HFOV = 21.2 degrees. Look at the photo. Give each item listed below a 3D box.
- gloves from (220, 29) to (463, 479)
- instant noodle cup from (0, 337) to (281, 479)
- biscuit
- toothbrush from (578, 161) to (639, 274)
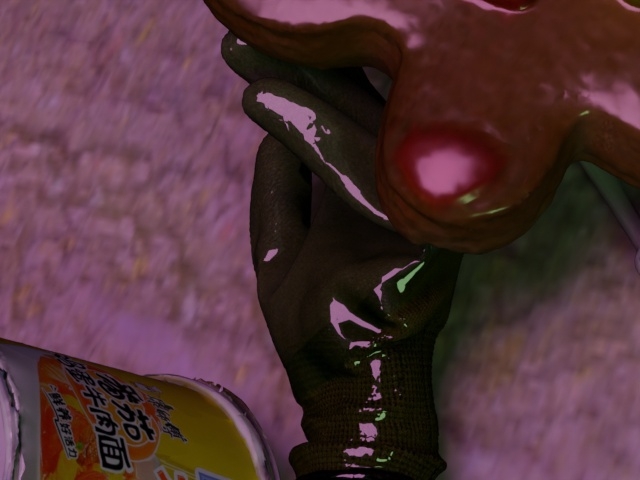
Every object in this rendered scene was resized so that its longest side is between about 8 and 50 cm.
[{"bbox_3d":[0.012,0.004,0.829,0.135,0.107,0.268,-32,65,54],"label":"gloves"},{"bbox_3d":[-0.141,0.138,0.787,0.205,0.153,0.205,-17,61,34],"label":"instant noodle cup"},{"bbox_3d":[0.127,-0.115,0.767,0.432,0.064,0.283,22,67,15],"label":"biscuit"},{"bbox_3d":[0.120,-0.077,0.870,0.030,0.030,0.304,-32,52,9],"label":"toothbrush"}]
